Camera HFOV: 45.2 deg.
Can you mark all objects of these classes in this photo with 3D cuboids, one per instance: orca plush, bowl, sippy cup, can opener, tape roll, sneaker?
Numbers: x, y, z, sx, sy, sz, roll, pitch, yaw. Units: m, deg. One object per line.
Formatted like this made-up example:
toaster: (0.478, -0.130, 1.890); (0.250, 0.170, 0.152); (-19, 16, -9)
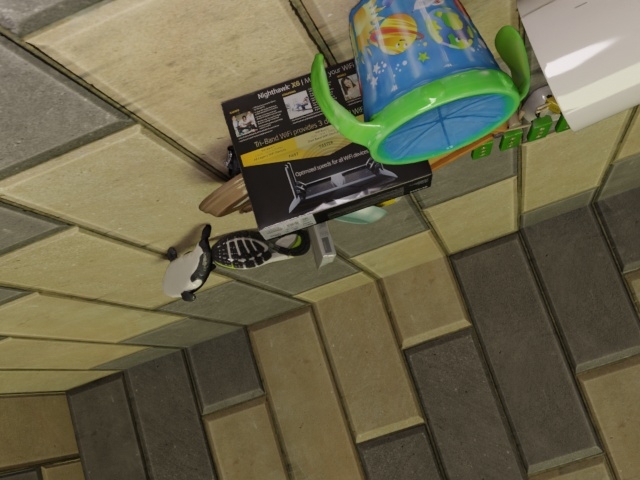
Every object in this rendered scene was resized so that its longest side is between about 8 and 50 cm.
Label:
orca plush: (-0.327, 0.059, 2.045); (0.102, 0.151, 0.287); (-17, 147, -41)
bowl: (0.553, -0.321, 1.803); (0.142, 0.053, 0.142); (-15, 166, -6)
sippy cup: (0.150, -0.263, 1.152); (0.240, 0.224, 0.305); (-28, 163, 34)
can opener: (-0.168, -0.144, 1.564); (0.073, 0.059, 0.186); (12, 161, -12)
tape roll: (0.448, -0.322, 1.256); (0.169, 0.246, 0.246); (-23, 166, 22)
sneaker: (-0.178, 0.032, 2.166); (0.299, 0.111, 0.121); (-5, 167, -33)

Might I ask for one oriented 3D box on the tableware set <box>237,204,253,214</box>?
tableware set: (-0.113, -0.106, 1.737); (0.168, 0.020, 0.141); (-21, -160, 4)

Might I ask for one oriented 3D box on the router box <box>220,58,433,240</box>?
router box: (0.009, -0.164, 1.325); (0.308, 0.243, 0.081); (-18, 166, 2)

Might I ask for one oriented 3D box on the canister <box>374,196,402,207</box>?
canister: (0.149, -0.136, 1.977); (0.126, 0.073, 0.170); (-18, 168, 6)

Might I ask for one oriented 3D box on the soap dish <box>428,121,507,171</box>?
soap dish: (0.231, -0.229, 1.618); (0.229, 0.118, 0.290); (-3, 161, -46)

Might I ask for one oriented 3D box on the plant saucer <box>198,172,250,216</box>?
plant saucer: (-0.123, -0.122, 1.587); (0.277, 0.041, 0.278); (-30, 180, 0)

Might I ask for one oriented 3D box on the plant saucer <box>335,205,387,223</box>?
plant saucer: (0.080, -0.071, 2.041); (0.194, 0.038, 0.195); (8, 174, 1)

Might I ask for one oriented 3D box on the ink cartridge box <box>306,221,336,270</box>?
ink cartridge box: (0.000, 0.000, 2.168); (0.045, 0.145, 0.179); (-14, 166, -6)

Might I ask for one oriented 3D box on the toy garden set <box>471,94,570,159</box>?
toy garden set: (0.452, -0.264, 1.699); (0.244, 0.049, 0.204); (-18, 168, 5)
